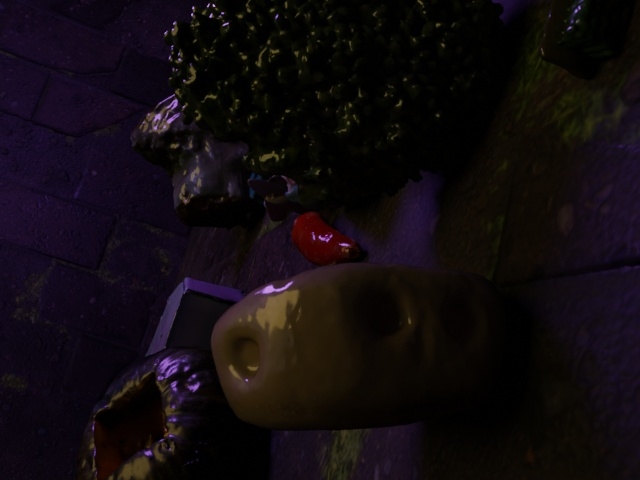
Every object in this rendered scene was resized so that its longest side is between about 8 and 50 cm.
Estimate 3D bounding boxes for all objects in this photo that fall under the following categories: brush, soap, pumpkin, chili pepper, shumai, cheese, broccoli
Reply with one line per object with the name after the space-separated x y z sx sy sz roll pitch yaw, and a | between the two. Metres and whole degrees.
0.239 -0.271 0.565 0.048 0.054 0.283 -4 67 63 | brush
-0.307 0.290 1.522 0.261 0.156 0.446 -117 50 -69 | soap
-0.235 0.318 1.069 0.320 0.192 0.321 -23 46 27 | pumpkin
0.000 0.000 1.027 0.272 0.063 0.071 -143 61 -70 | chili pepper
-0.249 -0.194 1.718 0.324 0.397 0.324 98 155 -73 | shumai
0.032 0.088 0.564 0.218 0.235 0.117 66 -161 -78 | cheese
0.012 -0.212 0.742 0.334 0.324 0.272 -60 33 1 | broccoli

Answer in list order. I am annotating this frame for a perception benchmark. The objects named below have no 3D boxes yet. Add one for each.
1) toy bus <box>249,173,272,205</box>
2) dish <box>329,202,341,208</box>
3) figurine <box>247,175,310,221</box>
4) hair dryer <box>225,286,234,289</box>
-0.084 -0.144 1.405 0.079 0.091 0.160 -94 28 -57 | toy bus
0.027 -0.176 0.980 0.182 0.080 0.243 23 -120 -78 | dish
-0.022 -0.110 1.194 0.205 0.103 0.260 -38 1 -23 | figurine
-0.230 0.142 1.673 0.083 0.026 0.047 143 145 -68 | hair dryer
